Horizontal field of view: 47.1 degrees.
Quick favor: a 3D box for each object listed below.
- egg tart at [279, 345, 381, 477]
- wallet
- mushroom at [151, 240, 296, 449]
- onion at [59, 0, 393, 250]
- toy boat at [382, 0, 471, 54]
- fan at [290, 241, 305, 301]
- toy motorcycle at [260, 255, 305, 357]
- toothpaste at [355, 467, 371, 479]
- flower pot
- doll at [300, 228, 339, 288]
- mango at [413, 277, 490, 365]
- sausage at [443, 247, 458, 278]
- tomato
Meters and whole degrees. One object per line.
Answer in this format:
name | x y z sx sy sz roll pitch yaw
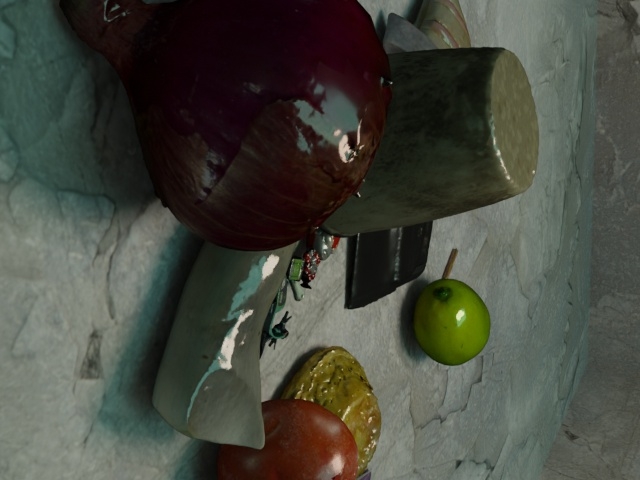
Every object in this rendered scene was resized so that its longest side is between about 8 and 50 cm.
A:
egg tart | 0.024 0.338 1.323 0.294 0.123 0.294 -23 117 -56
wallet | 0.156 -0.005 1.515 0.323 0.041 0.247 -14 112 -52
mushroom | -0.110 0.076 1.023 0.177 0.126 0.397 27 73 -44
onion | -0.110 -0.180 0.843 0.385 0.347 0.348 28 70 -20
toy boat | 0.244 -0.371 1.476 0.293 0.111 0.276 -47 119 -36
fan | -0.064 0.020 1.203 0.152 0.008 0.227 -54 139 -36
toy motorcycle | -0.079 0.107 1.153 0.100 0.058 0.173 7 95 -58
toothpaste | 0.046 0.540 1.475 0.299 0.073 0.114 15 85 -66
flower pot | 0.153 -0.166 1.157 0.293 0.330 0.294 16 70 -55
doll | 0.000 0.000 1.256 0.169 0.057 0.109 -60 152 -24
mango | 0.319 0.204 1.731 0.343 0.155 0.193 36 69 -57
sausage | 0.325 0.060 1.837 0.100 0.015 0.015 -65 145 -24
tomato | -0.051 0.356 1.111 0.188 0.231 0.232 -122 -147 -76
